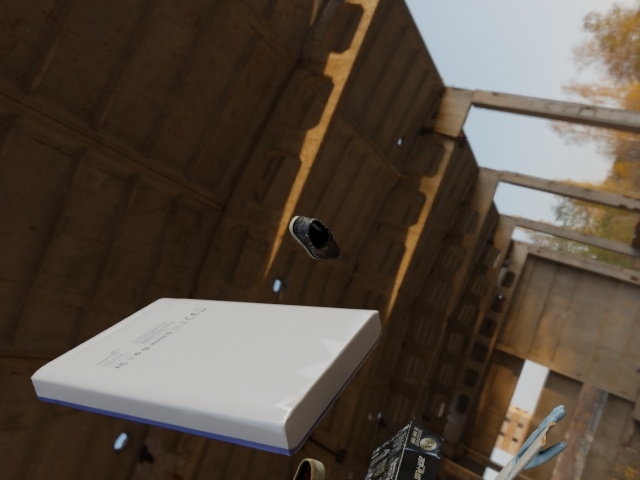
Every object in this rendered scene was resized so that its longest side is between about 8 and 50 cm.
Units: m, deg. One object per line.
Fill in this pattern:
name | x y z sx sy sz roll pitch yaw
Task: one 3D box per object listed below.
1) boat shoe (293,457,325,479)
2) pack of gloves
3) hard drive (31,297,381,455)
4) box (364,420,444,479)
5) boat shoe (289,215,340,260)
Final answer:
boat shoe | -0.034 0.404 0.798 0.045 0.050 0.135 52 -135 -42
pack of gloves | 0.298 0.356 0.770 0.195 0.046 0.232 -8 -50 -57
hard drive | -0.120 0.126 0.569 0.210 0.319 0.040 -35 -60 -57
box | 0.154 0.467 1.023 0.147 0.078 0.180 -59 -1 -45
boat shoe | -0.001 0.002 0.876 0.133 0.042 0.048 42 -116 -50
